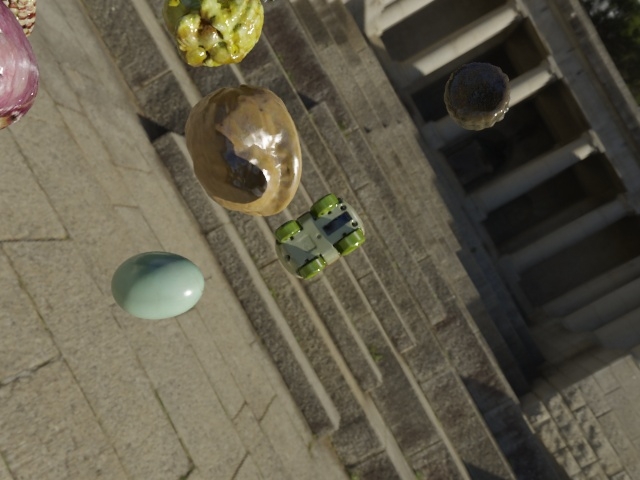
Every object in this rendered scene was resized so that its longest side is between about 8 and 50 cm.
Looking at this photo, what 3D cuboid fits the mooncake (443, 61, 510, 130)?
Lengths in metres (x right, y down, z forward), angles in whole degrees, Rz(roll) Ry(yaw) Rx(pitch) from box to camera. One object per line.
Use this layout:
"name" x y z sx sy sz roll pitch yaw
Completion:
"mooncake" 0.549 -0.501 2.194 0.228 0.228 0.124 62 7 14

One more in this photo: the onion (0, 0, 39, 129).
"onion" -0.553 -0.335 0.972 0.348 0.159 0.267 66 -17 -2

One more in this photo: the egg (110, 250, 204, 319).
"egg" -0.399 0.110 1.541 0.168 0.231 0.168 -3 90 -83

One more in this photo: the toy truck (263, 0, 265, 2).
"toy truck" -0.089 -0.529 1.226 0.077 0.111 0.076 43 -6 -14

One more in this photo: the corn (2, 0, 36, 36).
"corn" -0.669 -0.566 1.379 0.092 0.092 0.280 63 -39 25

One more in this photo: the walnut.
"walnut" -0.229 -0.270 1.852 0.383 0.384 0.383 60 4 -8

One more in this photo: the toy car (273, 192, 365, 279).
"toy car" 0.000 0.000 1.597 0.145 0.235 0.235 56 4 7

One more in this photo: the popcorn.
"popcorn" -0.290 -0.620 1.740 0.282 0.282 0.247 51 33 -64
